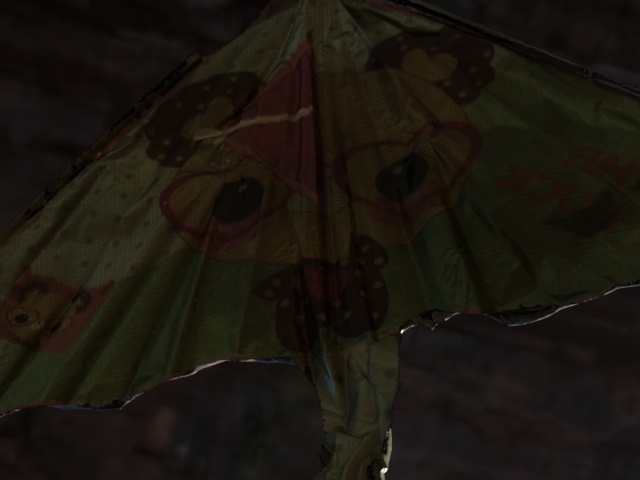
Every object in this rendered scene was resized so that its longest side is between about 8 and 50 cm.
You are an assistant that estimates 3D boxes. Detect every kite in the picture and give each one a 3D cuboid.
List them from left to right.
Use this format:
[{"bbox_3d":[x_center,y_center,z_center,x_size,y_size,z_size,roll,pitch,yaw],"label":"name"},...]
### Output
[{"bbox_3d":[0.000,0.000,0.540,0.323,0.013,0.267,-14,-136,8],"label":"kite"}]
